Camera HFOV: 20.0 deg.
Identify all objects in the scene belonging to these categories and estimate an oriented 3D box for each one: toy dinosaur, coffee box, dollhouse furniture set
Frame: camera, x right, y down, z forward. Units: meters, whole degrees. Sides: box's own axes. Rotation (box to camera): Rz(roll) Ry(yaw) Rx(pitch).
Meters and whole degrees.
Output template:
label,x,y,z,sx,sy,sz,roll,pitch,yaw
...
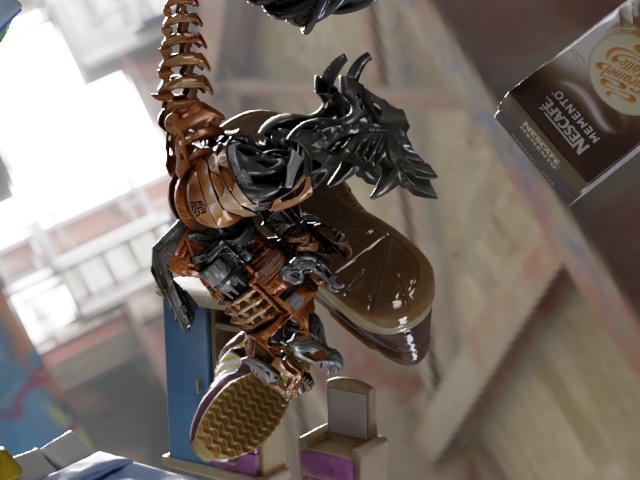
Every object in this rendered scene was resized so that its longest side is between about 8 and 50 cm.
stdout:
label,x,y,z,sx,sy,sz,roll,pitch,yaw
toy dinosaur,-0.041,-0.042,1.403,0.164,0.218,0.322,50,-19,54
coffee box,0.338,-0.172,2.048,0.141,0.246,0.098,50,-13,6
dollhouse furniture set,-0.138,0.178,1.729,0.286,0.303,0.198,8,-72,35

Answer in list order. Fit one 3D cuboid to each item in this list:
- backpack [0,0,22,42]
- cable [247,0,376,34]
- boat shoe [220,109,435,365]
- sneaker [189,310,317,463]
label,x,y,z,sx,sy,sz,roll,pitch,yaw
backpack,-0.382,-0.144,1.323,0.273,0.355,0.290,32,-37,-31
cable,0.003,-0.196,1.012,0.151,0.184,0.047,-2,-28,30
boat shoe,0.000,0.000,1.805,0.342,0.123,0.123,43,-20,37
sneaker,-0.070,0.136,1.665,0.084,0.185,0.069,-15,-63,51
